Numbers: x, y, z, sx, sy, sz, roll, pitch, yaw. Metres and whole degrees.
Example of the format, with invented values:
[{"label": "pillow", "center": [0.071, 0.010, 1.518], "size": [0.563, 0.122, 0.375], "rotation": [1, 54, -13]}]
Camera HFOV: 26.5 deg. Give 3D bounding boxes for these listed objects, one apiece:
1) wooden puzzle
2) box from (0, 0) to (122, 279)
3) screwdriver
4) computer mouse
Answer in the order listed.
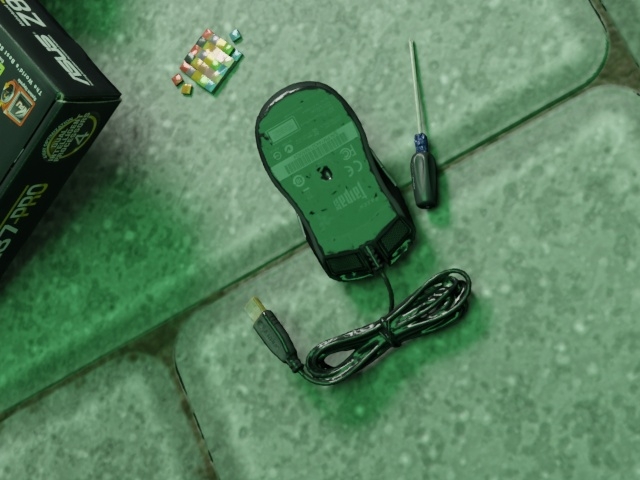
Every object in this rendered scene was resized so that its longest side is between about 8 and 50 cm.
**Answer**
[{"label": "wooden puzzle", "center": [-0.109, -0.176, 1.333], "size": [0.049, 0.006, 0.083], "rotation": [38, 93, 26]}, {"label": "box", "center": [-0.411, -0.155, 1.328], "size": [0.395, 0.097, 0.318], "rotation": [48, 118, 17]}, {"label": "screwdriver", "center": [0.088, -0.109, 1.227], "size": [0.024, 0.025, 0.170], "rotation": [-11, 74, 19]}, {"label": "computer mouse", "center": [0.000, 0.000, 1.219], "size": [0.184, 0.060, 0.262], "rotation": [-35, 78, 6]}]
